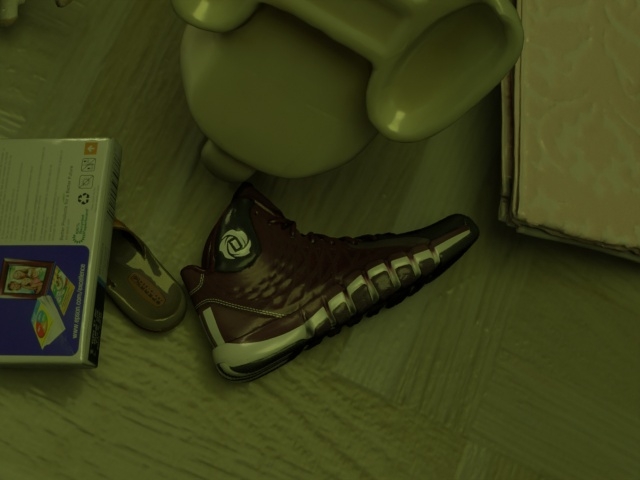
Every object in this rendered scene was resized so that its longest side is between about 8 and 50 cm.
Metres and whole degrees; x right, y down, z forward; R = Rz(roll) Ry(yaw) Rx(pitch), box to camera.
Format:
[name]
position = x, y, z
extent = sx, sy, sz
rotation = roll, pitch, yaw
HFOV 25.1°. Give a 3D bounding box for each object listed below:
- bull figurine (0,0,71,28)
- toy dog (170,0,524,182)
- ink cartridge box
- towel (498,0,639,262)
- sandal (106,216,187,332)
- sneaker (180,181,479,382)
[bull figurine]
position = -0.367, -0.211, 1.238
extent = 0.310, 0.101, 0.188
rotation = -40, 122, -5
[toy dog]
position = 0.048, -0.255, 1.296
extent = 0.285, 0.395, 0.408
rotation = 23, 45, 1
[ink cartridge box]
position = -0.285, 0.009, 1.248
extent = 0.208, 0.045, 0.206
rotation = 1, 72, 10
[towel]
position = 0.316, -0.130, 1.430
extent = 0.332, 0.053, 0.317
rotation = 14, 70, -27
[sandal]
position = -0.192, 0.011, 1.284
extent = 0.180, 0.049, 0.072
rotation = 39, 67, 5
[sneaker]
position = 0.000, 0.000, 1.315
extent = 0.281, 0.106, 0.162
rotation = -27, 79, -20
